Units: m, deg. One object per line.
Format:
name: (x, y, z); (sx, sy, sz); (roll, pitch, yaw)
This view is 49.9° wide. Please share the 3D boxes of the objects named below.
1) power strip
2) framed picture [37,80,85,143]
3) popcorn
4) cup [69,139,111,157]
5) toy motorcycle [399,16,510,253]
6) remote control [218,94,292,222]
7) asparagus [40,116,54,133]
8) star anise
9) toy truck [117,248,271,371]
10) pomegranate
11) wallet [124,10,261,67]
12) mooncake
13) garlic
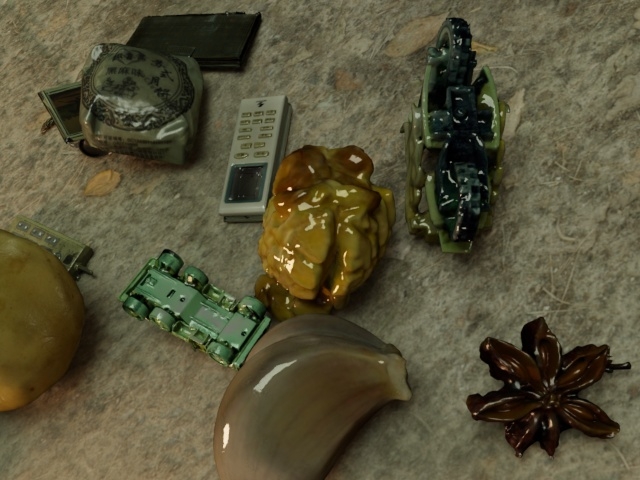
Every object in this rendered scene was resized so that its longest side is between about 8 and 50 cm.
power strip: (-0.567, 0.024, 1.438); (0.268, 0.034, 0.092); (21, 70, 26)
framed picture: (-0.479, -0.313, 1.544); (0.252, 0.014, 0.197); (-22, 55, -24)
popcorn: (0.000, 0.000, 1.159); (0.332, 0.225, 0.265); (-62, 15, 13)
cup: (-0.511, -0.236, 1.533); (0.100, 0.078, 0.077); (-9, 54, -8)
toy motorcycle: (0.222, -0.166, 1.173); (0.168, 0.237, 0.410); (1, 64, 2)
remote control: (-0.130, -0.168, 1.389); (0.102, 0.055, 0.277); (-1, 62, 18)
asparagus: (-0.575, -0.328, 1.640); (0.233, 0.023, 0.022); (-36, 14, -4)
star anise: (0.318, 0.221, 1.002); (0.220, 0.126, 0.190); (26, 71, -1)
toy truck: (-0.211, 0.134, 1.211); (0.259, 0.135, 0.128); (22, 61, 23)
pomegranate: (-0.596, 0.142, 1.227); (0.332, 0.332, 0.333); (-8, 61, 14)
wallet: (-0.304, -0.469, 1.611); (0.317, 0.044, 0.169); (4, 57, 18)
mooncake: (-0.377, -0.292, 1.446); (0.254, 0.136, 0.250); (4, 56, -10)
garlic: (-0.044, 0.267, 1.083); (0.245, 0.231, 0.340); (30, 91, -16)
